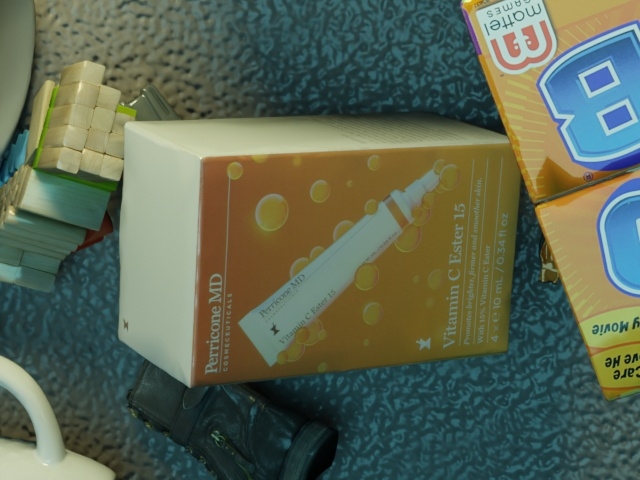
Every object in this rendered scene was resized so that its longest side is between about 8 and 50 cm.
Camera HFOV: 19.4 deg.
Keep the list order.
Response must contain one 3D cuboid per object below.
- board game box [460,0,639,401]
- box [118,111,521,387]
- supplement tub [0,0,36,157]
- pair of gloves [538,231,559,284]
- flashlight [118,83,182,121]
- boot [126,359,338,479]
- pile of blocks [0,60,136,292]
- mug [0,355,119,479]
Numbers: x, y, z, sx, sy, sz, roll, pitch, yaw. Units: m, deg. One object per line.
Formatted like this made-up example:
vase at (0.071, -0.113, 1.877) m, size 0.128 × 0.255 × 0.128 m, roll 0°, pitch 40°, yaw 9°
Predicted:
board game box at (0.355, -0.120, 1.647) m, size 0.357 × 0.356 × 0.356 m, roll -20°, pitch 98°, yaw 10°
box at (0.000, 0.000, 1.763) m, size 0.345 × 0.168 × 0.215 m, roll -5°, pitch 105°, yaw -29°
supplement tub at (-0.472, -0.200, 1.871) m, size 0.325 × 0.235 × 0.235 m, roll 12°, pitch 104°, yaw 9°
pair of gloves at (0.262, 0.012, 1.888) m, size 0.083 × 0.010 × 0.074 m, roll 11°, pitch 103°, yaw 6°
flashlight at (-0.111, -0.018, 1.911) m, size 0.103 × 0.103 × 0.304 m, roll -34°, pitch 93°, yaw -10°
boot at (-0.109, 0.223, 1.977) m, size 0.229 × 0.091 × 0.263 m, roll 31°, pitch 122°, yaw 17°
pile of blocks at (-0.250, -0.061, 1.883) m, size 0.113 × 0.149 × 0.362 m, roll 17°, pitch 149°, yaw -21°
mug at (-0.373, 0.290, 1.936) m, size 0.328 × 0.276 × 0.374 m, roll -4°, pitch 106°, yaw -1°
